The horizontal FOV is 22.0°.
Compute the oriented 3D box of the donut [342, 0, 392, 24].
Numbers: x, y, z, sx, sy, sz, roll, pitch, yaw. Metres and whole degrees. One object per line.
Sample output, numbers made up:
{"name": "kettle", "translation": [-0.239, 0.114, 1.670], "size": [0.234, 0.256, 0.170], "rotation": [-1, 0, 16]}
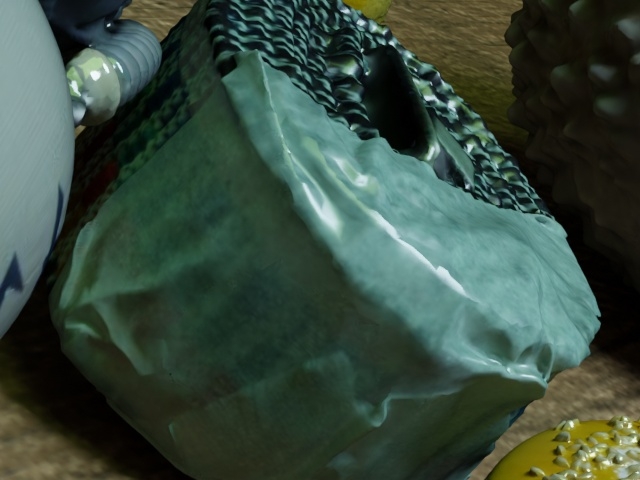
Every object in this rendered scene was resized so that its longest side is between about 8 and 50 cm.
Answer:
{"name": "donut", "translation": [0.009, -0.195, 1.213], "size": [0.097, 0.043, 0.108], "rotation": [23, 20, -19]}

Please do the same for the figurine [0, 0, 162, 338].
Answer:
{"name": "figurine", "translation": [-0.142, -0.080, 0.523], "size": [0.186, 0.261, 0.382], "rotation": [30, 46, -6]}

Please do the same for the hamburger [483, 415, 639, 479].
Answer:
{"name": "hamburger", "translation": [0.145, 0.148, 0.601], "size": [0.173, 0.116, 0.210], "rotation": [11, 30, -33]}

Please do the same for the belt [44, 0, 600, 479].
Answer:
{"name": "belt", "translation": [0.000, 0.000, 0.685], "size": [0.207, 0.150, 0.257], "rotation": [31, 22, -25]}

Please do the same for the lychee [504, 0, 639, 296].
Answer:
{"name": "lychee", "translation": [0.312, -0.099, 0.991], "size": [0.380, 0.380, 0.432], "rotation": [9, 16, -41]}
